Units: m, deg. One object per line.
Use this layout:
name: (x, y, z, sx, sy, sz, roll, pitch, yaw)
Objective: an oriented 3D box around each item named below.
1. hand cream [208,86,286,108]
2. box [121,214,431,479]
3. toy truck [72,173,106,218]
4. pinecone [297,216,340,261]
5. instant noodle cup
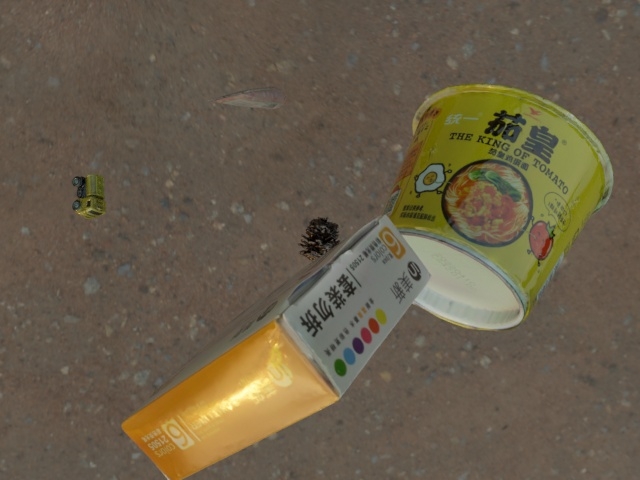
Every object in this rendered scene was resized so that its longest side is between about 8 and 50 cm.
hand cream: (-0.125, -0.266, 1.304, 0.067, 0.210, 0.043, -5, 98, 24)
box: (-0.043, 0.106, 0.690, 0.091, 0.221, 0.274, 51, 130, -3)
toy truck: (-0.450, -0.085, 1.372, 0.054, 0.083, 0.049, -13, 163, 25)
pinecone: (0.000, 0.000, 1.242, 0.077, 0.077, 0.083, 15, 76, -23)
instant noodle cup: (0.236, -0.033, 1.051, 0.325, 0.326, 0.254, 45, 64, -29)
